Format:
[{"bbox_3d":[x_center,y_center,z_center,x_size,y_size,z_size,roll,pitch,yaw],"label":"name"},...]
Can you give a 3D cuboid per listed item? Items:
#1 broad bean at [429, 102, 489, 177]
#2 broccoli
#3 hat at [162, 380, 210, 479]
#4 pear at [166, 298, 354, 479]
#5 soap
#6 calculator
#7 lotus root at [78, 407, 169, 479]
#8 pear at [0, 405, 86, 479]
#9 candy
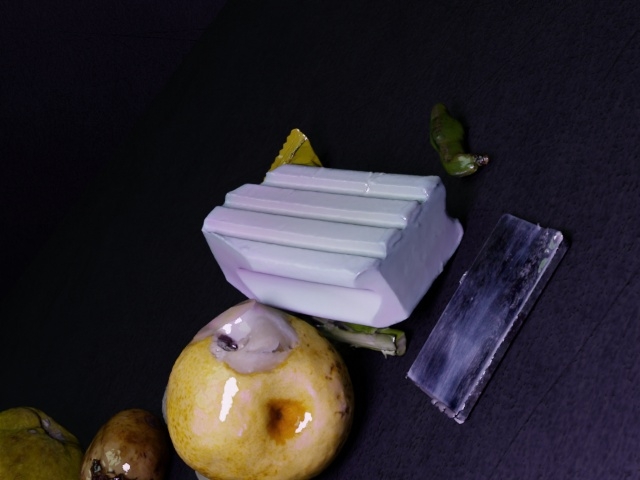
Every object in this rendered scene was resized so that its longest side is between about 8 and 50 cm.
[{"bbox_3d":[0.195,-0.140,1.662,0.061,0.046,0.195,-43,31,11],"label":"broad bean"},{"bbox_3d":[0.050,0.126,1.600,0.122,0.118,0.204,-47,35,-19],"label":"broccoli"},{"bbox_3d":[-0.187,0.262,1.868,0.257,0.130,0.257,-46,25,30],"label":"hat"},{"bbox_3d":[-0.087,0.220,1.550,0.271,0.271,0.271,-46,27,31],"label":"pear"},{"bbox_3d":[0.000,0.000,1.592,0.347,0.115,0.208,8,47,40],"label":"soap"},{"bbox_3d":[0.204,0.088,1.403,0.262,0.021,0.161,-59,22,2],"label":"calculator"},{"bbox_3d":[-0.348,0.396,2.031,0.169,0.141,0.314,-49,16,19],"label":"lotus root"},{"bbox_3d":[-0.583,0.528,2.124,0.413,0.352,0.352,-66,23,2],"label":"pear"},{"bbox_3d":[-0.044,-0.068,2.038,0.187,0.081,0.297,-52,35,18],"label":"candy"}]
